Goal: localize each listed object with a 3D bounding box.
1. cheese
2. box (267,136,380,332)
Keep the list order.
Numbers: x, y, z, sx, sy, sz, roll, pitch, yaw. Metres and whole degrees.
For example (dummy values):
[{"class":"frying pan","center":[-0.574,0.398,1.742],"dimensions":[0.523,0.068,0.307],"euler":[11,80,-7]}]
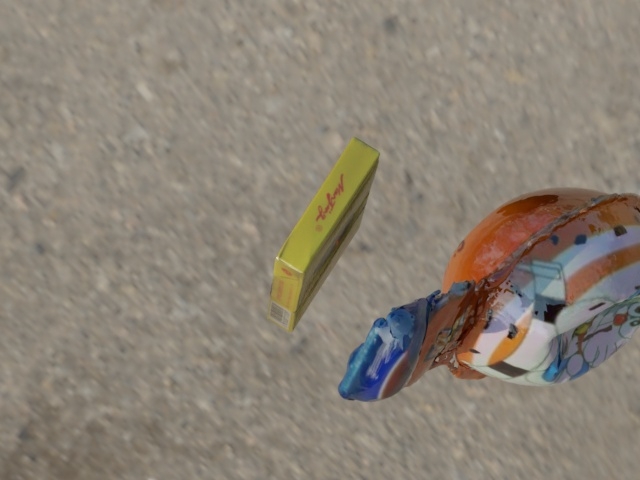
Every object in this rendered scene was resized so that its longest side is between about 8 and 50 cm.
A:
[{"class":"cheese","center":[0.148,0.049,1.522],"dimensions":[0.329,0.217,0.129],"euler":[-17,56,-41]},{"class":"box","center":[0.000,0.000,1.159],"dimensions":[0.023,0.155,0.087],"euler":[34,75,6]}]
